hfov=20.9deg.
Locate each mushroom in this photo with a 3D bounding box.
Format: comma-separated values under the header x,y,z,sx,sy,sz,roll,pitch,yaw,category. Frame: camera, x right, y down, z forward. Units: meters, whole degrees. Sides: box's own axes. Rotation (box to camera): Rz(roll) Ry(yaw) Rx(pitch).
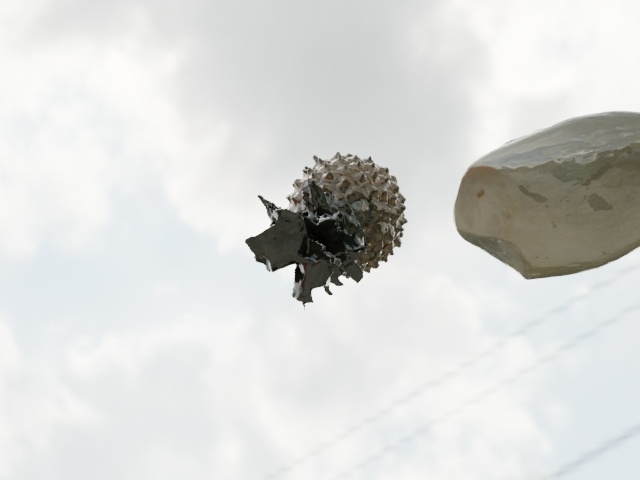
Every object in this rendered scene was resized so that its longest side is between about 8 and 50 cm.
x,y,z,sx,sy,sz,roll,pitch,yaw,category
0.185,-0.031,1.052,0.213,0.088,0.097,-8,-85,-6,mushroom

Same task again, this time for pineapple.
x,y,z,sx,sy,sz,roll,pitch,yaw,category
0.000,0.000,0.708,0.058,0.124,0.058,4,-74,14,pineapple
